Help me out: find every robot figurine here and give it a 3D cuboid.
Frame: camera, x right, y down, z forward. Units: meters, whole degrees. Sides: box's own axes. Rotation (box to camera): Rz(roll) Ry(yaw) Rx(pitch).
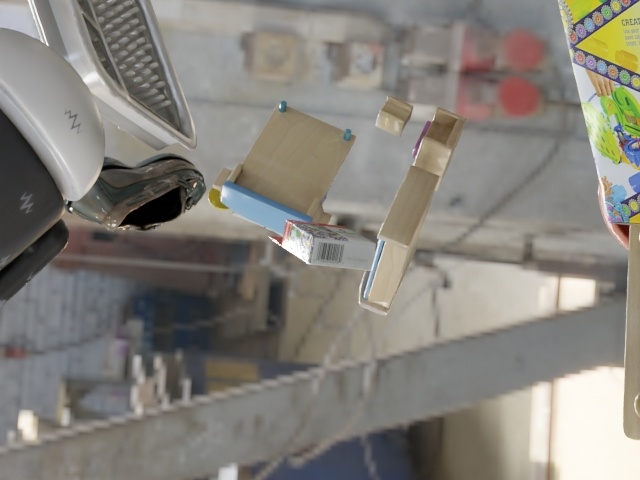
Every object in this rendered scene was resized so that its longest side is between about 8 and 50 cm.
[{"bbox_3d":[-0.302,-0.047,1.308,0.173,0.278,0.209,44,164,11],"label":"robot figurine"}]

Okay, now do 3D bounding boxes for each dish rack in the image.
[{"bbox_3d":[-0.246,-0.238,1.770,0.333,0.072,0.285,33,-146,-72],"label":"dish rack"}]

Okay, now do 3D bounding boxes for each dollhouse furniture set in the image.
[{"bbox_3d":[0.015,-0.082,2.474,0.198,0.303,0.286,105,-171,-56],"label":"dollhouse furniture set"}]

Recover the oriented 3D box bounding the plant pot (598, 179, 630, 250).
[{"bbox_3d":[0.437,-0.153,1.982,0.265,0.273,0.272,-99,19,-53],"label":"plant pot"}]

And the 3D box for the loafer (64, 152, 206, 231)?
[{"bbox_3d":[-0.198,-0.041,1.881,0.096,0.084,0.267,-55,-19,17],"label":"loafer"}]

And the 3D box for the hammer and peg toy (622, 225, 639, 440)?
[{"bbox_3d":[0.454,0.042,1.794,0.127,0.266,0.361,27,-115,-68],"label":"hammer and peg toy"}]

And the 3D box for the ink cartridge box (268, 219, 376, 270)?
[{"bbox_3d":[0.000,0.000,1.556,0.115,0.063,0.029,-148,67,-64],"label":"ink cartridge box"}]

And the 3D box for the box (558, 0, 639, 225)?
[{"bbox_3d":[0.349,-0.186,1.265,0.177,0.290,0.279,5,114,54],"label":"box"}]
